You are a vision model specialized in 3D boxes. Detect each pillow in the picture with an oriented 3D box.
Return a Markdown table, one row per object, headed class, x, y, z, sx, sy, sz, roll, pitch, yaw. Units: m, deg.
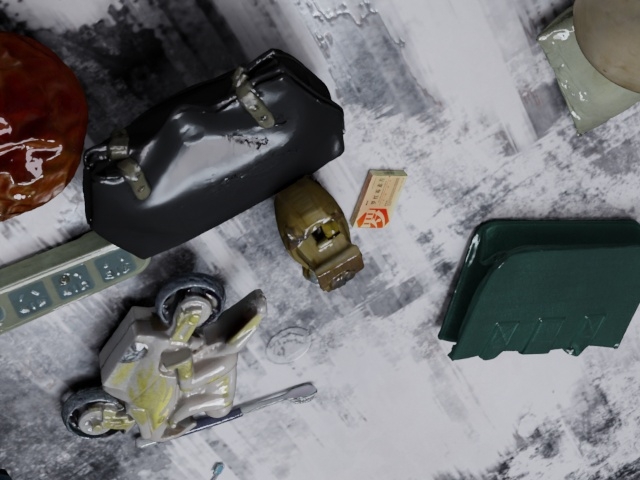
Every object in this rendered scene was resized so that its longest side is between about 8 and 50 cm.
| class | x | y | z | sx | sy | sz | roll | pitch | yaw |
| --- | --- | --- | --- | --- | --- | --- | --- | --- | --- |
| pillow | 0.388 | -0.248 | 2.049 | 0.148 | 0.050 | 0.229 | -29 | 136 | 5 |

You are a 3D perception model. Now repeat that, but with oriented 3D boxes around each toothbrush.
| class | x | y | z | sx | sy | sz | roll | pitch | yaw |
| --- | --- | --- | --- | --- | --- | --- | --- | --- | --- |
| toothbrush | -0.191 | 0.410 | 2.354 | 0.017 | 0.014 | 0.162 | 0 | 130 | -46 |
| toothbrush | -0.141 | 0.265 | 2.246 | 0.288 | 0.024 | 0.026 | -15 | 148 | -16 |

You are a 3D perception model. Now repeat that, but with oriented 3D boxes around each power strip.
| class | x | y | z | sx | sy | sz | roll | pitch | yaw |
| --- | --- | --- | --- | --- | --- | --- | --- | --- | --- |
| power strip | -0.346 | 0.051 | 1.931 | 0.286 | 0.048 | 0.080 | -23 | 136 | -10 |

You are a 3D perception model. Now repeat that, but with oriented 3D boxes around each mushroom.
| class | x | y | z | sx | sy | sz | roll | pitch | yaw |
| --- | --- | --- | --- | --- | --- | --- | --- | --- | --- |
| mushroom | 0.456 | -0.329 | 1.863 | 0.293 | 0.290 | 0.292 | -5 | 169 | -1 |

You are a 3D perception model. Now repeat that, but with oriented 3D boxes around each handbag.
| class | x | y | z | sx | sy | sz | roll | pitch | yaw |
| --- | --- | --- | --- | --- | --- | --- | --- | --- | --- |
| handbag | -0.139 | -0.115 | 1.757 | 0.342 | 0.152 | 0.288 | -30 | 170 | -2 |
| handbag | 0.354 | 0.077 | 2.293 | 0.327 | 0.089 | 0.238 | -2 | 129 | -28 |

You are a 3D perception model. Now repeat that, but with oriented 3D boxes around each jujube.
| class | x | y | z | sx | sy | sz | roll | pitch | yaw |
| --- | --- | --- | --- | --- | --- | --- | --- | --- | --- |
| jujube | -0.414 | -0.116 | 1.600 | 0.342 | 0.216 | 0.216 | -14 | 135 | -36 |

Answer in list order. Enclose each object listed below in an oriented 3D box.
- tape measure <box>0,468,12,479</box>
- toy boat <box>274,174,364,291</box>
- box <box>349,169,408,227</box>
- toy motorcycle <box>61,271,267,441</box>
| class | x | y | z | sx | sy | sz | roll | pitch | yaw |
| --- | --- | --- | --- | --- | --- | --- | --- | --- | --- |
| tape measure | -0.489 | 0.470 | 2.053 | 0.138 | 0.262 | 0.259 | 1 | 108 | -31 |
| toy boat | 0.000 | 0.000 | 1.926 | 0.089 | 0.121 | 0.321 | -29 | 170 | -2 |
| box | 0.081 | -0.057 | 2.079 | 0.058 | 0.015 | 0.093 | -1 | 128 | -30 |
| toy motorcycle | -0.198 | 0.180 | 2.075 | 0.223 | 0.107 | 0.340 | 21 | 124 | -30 |
